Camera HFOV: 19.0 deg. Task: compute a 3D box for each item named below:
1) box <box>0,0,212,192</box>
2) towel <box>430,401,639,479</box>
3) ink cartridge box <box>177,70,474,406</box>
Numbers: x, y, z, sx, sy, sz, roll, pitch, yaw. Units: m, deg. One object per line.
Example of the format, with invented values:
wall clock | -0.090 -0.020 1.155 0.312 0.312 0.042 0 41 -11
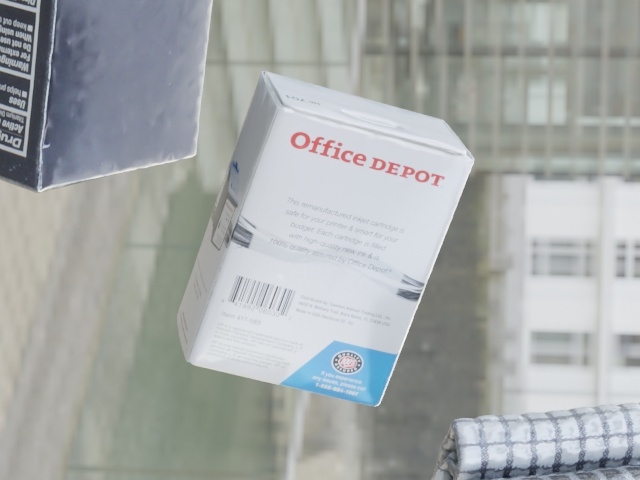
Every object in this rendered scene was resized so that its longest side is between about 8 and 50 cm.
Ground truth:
box | -0.235 -0.220 1.364 0.183 0.296 0.294 -15 119 -53
towel | 0.176 0.234 1.304 0.283 0.235 0.121 102 -25 -44
ink cartridge box | 0.000 0.000 1.276 0.082 0.140 0.190 -116 -136 -66
